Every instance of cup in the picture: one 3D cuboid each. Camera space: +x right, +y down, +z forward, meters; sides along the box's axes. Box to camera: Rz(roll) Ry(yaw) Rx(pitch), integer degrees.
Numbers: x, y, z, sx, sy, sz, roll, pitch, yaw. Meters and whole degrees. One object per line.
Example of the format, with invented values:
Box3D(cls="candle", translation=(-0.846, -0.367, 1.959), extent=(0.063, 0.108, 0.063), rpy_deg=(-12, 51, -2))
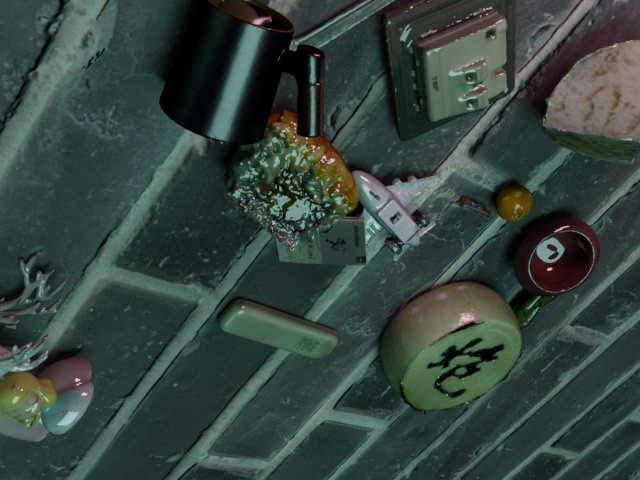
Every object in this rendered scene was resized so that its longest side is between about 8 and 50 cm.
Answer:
Box3D(cls="cup", translation=(-0.099, -0.247, 1.099), extent=(0.239, 0.166, 0.177), rpy_deg=(18, 117, -12))

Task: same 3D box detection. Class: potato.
Box3D(cls="potato", translation=(0.555, -0.273, 1.453), extent=(0.264, 0.211, 0.189), rpy_deg=(15, 86, -73))

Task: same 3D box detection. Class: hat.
Box3D(cls="hat", translation=(0.542, 0.036, 1.718), extent=(0.205, 0.089, 0.205), rpy_deg=(-3, 111, -7))

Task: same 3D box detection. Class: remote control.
Box3D(cls="remote control", translation=(-0.086, 0.201, 1.622), extent=(0.309, 0.038, 0.090), rpy_deg=(23, 119, -38))

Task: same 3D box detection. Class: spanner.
Box3D(cls="spanner", translation=(0.053, -0.361, 1.184), extent=(0.302, 0.017, 0.071), rpy_deg=(-32, 136, 6))

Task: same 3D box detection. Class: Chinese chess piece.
Box3D(cls="Chinese chess piece", translation=(0.317, 0.262, 1.793), extent=(0.349, 0.146, 0.349), rpy_deg=(-14, 135, -14))

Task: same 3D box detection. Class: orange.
Box3D(cls="orange", translation=(0.412, -0.080, 1.574), extent=(0.083, 0.070, 0.083), rpy_deg=(-12, 138, -11))

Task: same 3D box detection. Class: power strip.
Box3D(cls="power strip", translation=(0.238, -0.304, 1.269), extent=(0.251, 0.092, 0.257), rpy_deg=(-20, 135, -6))

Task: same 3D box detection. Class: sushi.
Box3D(cls="sushi", translation=(-0.044, -0.094, 1.275), extent=(0.184, 0.139, 0.274), rpy_deg=(-39, 114, 14))

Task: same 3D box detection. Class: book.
Box3D(cls="book", translation=(0.000, 0.000, 1.438), extent=(0.182, 0.014, 0.127), rpy_deg=(2, 135, 8))

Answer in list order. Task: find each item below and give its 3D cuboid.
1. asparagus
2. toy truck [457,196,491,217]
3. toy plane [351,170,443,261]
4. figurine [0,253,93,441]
Box3D(cls="asparagus", translation=(0.549, 0.122, 1.827), extent=(0.080, 0.080, 0.287), rpy_deg=(17, 127, -36))
Box3D(cls="toy truck", translation=(0.329, -0.069, 1.573), extent=(0.083, 0.032, 0.024), rpy_deg=(17, 117, -37))
Box3D(cls="toy plane", translation=(0.137, -0.054, 1.446), extent=(0.251, 0.101, 0.255), rpy_deg=(-44, 134, 3))
Box3D(cls="figurine", translation=(-0.533, 0.205, 1.325), extent=(0.284, 0.206, 0.315), rpy_deg=(-28, 143, 10))
